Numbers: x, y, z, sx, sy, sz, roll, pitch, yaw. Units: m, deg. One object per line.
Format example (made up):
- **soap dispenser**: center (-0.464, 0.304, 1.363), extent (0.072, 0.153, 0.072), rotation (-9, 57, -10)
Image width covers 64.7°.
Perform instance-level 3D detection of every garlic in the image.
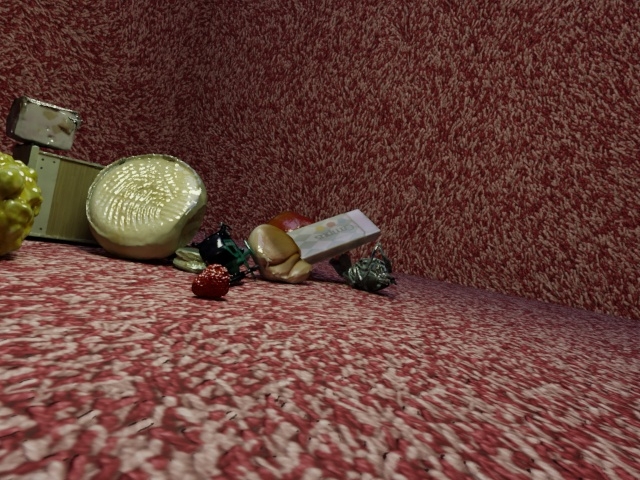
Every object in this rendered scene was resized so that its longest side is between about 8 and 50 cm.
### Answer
- **garlic**: center (-0.150, 0.051, 1.606), extent (0.110, 0.217, 0.228), rotation (-39, -17, 23)

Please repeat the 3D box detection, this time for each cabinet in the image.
- **cabinet**: center (-0.834, -0.140, 1.664), extent (0.318, 0.290, 0.227), rotation (10, 0, -43)

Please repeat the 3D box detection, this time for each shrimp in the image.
- **shrimp**: center (0.158, 0.106, 1.810), extent (0.221, 0.166, 0.410), rotation (-20, -2, -21)

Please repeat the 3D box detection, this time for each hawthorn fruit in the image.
- **hawthorn fruit**: center (-0.100, -0.001, 2.052), extent (0.254, 0.254, 0.300), rotation (9, -8, -29)

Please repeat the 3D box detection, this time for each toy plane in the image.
- **toy plane**: center (-0.250, 0.048, 1.385), extent (0.106, 0.155, 0.382), rotation (-33, -3, 1)

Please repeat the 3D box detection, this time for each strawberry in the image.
- **strawberry**: center (-0.229, 0.091, 1.058), extent (0.073, 0.073, 0.083), rotation (11, 25, 34)

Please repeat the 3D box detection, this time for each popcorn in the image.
- **popcorn**: center (-0.740, -0.080, 1.101), extent (0.235, 0.242, 0.250), rotation (42, -11, -37)

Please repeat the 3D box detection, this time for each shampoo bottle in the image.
- **shampoo bottle**: center (-0.332, 0.056, 1.900), extent (0.072, 0.072, 0.214), rotation (10, 1, 13)

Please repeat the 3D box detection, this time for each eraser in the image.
- **eraser**: center (0.000, 0.001, 1.848), extent (0.397, 0.082, 0.213), rotation (-20, 39, -19)

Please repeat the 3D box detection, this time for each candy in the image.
- **candy**: center (-0.861, -0.360, 1.574), extent (0.185, 0.137, 0.195), rotation (11, 2, -43)

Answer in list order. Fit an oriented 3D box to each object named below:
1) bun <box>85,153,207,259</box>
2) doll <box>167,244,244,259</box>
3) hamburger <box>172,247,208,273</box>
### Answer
- **bun**: center (-0.528, -0.086, 1.571), extent (0.364, 0.364, 0.202), rotation (10, -35, 2)
- **doll**: center (-0.371, 0.050, 1.648), extent (0.249, 0.088, 0.127), rotation (1, 21, 2)
- **hamburger**: center (-0.364, 0.060, 1.487), extent (0.133, 0.062, 0.140), rotation (14, 0, 9)
